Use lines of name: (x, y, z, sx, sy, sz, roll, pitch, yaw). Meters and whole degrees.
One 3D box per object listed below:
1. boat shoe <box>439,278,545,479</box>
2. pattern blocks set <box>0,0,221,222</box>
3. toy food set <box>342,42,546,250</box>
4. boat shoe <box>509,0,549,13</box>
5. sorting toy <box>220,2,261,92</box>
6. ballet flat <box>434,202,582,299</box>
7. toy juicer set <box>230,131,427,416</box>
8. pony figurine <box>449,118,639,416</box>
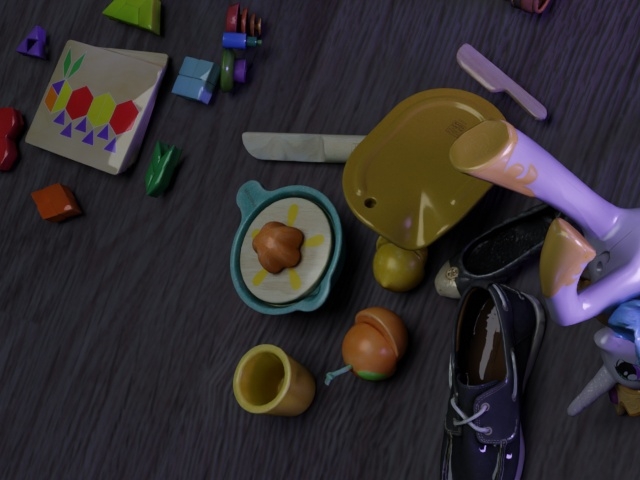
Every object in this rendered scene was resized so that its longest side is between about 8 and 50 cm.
boat shoe: (0.140, 0.150, 1.449, 0.084, 0.079, 0.233, 4, 77, 34)
pattern blocks set: (-0.261, -0.157, 1.873, 0.325, 0.026, 0.285, 30, 92, 39)
toy food set: (0.115, -0.072, 1.541, 0.128, 0.071, 0.218, 36, 68, 22)
boat shoe: (0.238, -0.298, 1.558, 0.060, 0.064, 0.178, 42, 105, 32)
sorting toy: (-0.084, -0.211, 1.762, 0.042, 0.061, 0.102, 5, 81, 1)
ballet flat: (0.175, 0.000, 1.496, 0.173, 0.049, 0.057, -33, 56, 21)
toy juicer set: (0.000, 0.000, 1.594, 0.209, 0.089, 0.329, -18, 63, 29)
pony figurine: (0.306, -0.021, 1.268, 0.351, 0.363, 0.303, -33, 48, 3)
